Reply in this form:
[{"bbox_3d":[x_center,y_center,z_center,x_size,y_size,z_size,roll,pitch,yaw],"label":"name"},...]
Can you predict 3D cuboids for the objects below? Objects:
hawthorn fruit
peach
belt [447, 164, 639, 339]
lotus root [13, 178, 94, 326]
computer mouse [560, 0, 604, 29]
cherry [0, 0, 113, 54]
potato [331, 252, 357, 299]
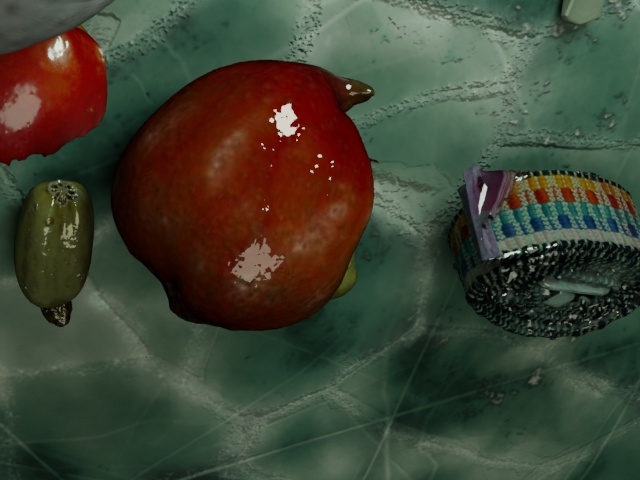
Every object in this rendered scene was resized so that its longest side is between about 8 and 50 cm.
[{"bbox_3d":[-0.087,-0.050,1.528,0.295,0.295,0.311,5,109,-27],"label":"hawthorn fruit"},{"bbox_3d":[-0.327,-0.142,1.403,0.226,0.190,0.196,-52,141,10],"label":"peach"},{"bbox_3d":[0.290,0.009,1.815,0.295,0.160,0.207,4,140,-25],"label":"belt"},{"bbox_3d":[-0.306,0.014,1.599,0.090,0.077,0.183,-8,125,-24],"label":"lotus root"},{"bbox_3d":[0.318,-0.303,1.671,0.056,0.032,0.110,-3,134,-21],"label":"computer mouse"},{"bbox_3d":[-0.271,-0.319,1.212,0.326,0.291,0.335,6,103,-6],"label":"cherry"},{"bbox_3d":[0.000,0.000,1.726,0.105,0.085,0.188,-39,138,-22],"label":"potato"}]
